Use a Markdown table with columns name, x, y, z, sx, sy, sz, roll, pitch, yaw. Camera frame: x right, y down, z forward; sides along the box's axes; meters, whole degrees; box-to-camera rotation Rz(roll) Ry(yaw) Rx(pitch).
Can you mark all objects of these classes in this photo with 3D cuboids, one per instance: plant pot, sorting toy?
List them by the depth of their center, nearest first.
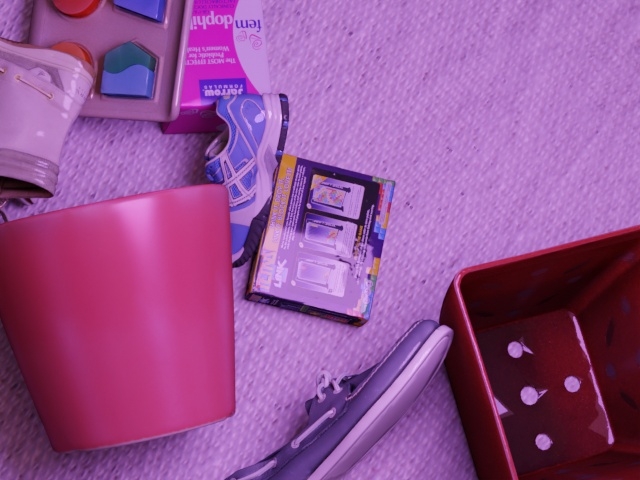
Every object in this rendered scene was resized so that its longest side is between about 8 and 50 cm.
| name | x | y | z | sx | sy | sz | roll | pitch | yaw |
| --- | --- | --- | --- | --- | --- | --- | --- | --- | --- |
| plant pot | -0.205 | 0.084 | 1.786 | 0.275 | 0.275 | 0.243 | -12 | 89 | -16 |
| plant pot | 0.270 | 0.153 | 1.883 | 0.267 | 0.236 | 0.267 | -13 | 81 | -15 |
| sorting toy | -0.238 | -0.231 | 1.888 | 0.208 | 0.038 | 0.193 | 5 | 84 | 23 |

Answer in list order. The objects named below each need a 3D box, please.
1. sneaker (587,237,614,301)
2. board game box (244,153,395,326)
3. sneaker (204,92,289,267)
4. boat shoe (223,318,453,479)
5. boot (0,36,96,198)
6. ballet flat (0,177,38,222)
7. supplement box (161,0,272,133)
| name | x | y | z | sx | sy | sz | roll | pitch | yaw |
| --- | --- | --- | --- | --- | --- | --- | --- | --- | --- |
| sneaker | 0.374 | 0.083 | 2.000 | 0.081 | 0.094 | 0.208 | -37 | 89 | -20 |
| board game box | 0.000 | 0.000 | 1.954 | 0.141 | 0.048 | 0.170 | 14 | 74 | -8 |
| sneaker | -0.091 | -0.070 | 1.898 | 0.081 | 0.080 | 0.211 | 9 | 112 | -9 |
| boat shoe | 0.013 | 0.190 | 1.827 | 0.099 | 0.116 | 0.319 | 45 | 106 | 17 |
| boot | -0.363 | -0.134 | 1.835 | 0.213 | 0.077 | 0.165 | 11 | 72 | 10 |
| ballet flat | -0.353 | -0.049 | 1.881 | 0.206 | 0.073 | 0.067 | -46 | 118 | -16 |
| supplement box | -0.128 | -0.240 | 1.948 | 0.111 | 0.114 | 0.220 | -4 | 80 | -15 |
